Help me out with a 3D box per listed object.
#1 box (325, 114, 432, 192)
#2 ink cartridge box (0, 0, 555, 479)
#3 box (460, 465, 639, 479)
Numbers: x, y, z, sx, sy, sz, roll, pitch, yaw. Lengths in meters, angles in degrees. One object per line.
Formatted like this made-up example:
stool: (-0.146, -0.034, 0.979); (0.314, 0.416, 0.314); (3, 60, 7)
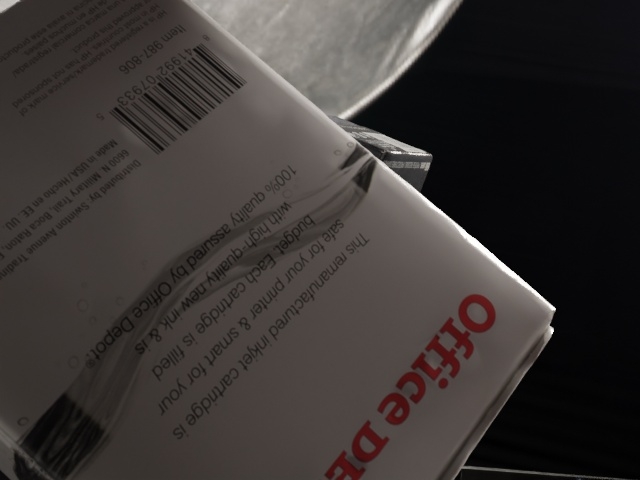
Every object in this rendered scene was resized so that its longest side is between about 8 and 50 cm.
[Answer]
box: (0.000, 0.000, 1.022); (0.165, 0.143, 0.270); (-9, 121, -64)
ink cartridge box: (-0.095, 0.041, 0.575); (0.285, 0.395, 0.166); (-46, 173, -29)
box: (0.197, 0.224, 0.662); (0.180, 0.147, 0.078); (40, 54, -58)
